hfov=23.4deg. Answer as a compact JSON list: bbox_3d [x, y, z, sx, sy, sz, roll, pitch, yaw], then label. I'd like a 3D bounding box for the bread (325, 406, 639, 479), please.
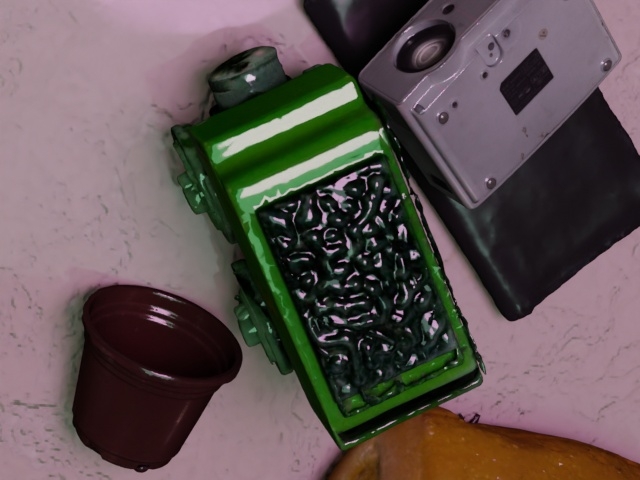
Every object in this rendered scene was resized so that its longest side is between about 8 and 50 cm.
[{"bbox_3d":[0.127,0.298,1.096,0.337,0.148,0.328,23,97,-19],"label":"bread"}]

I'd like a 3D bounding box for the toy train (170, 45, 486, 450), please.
[{"bbox_3d":[0.000,0.000,0.968,0.132,0.188,0.243,-25,107,-7],"label":"toy train"}]

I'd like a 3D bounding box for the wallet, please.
[{"bbox_3d":[0.115,-0.094,1.055,0.146,0.030,0.285,-35,109,-1],"label":"wallet"}]

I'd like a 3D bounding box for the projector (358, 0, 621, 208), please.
[{"bbox_3d":[0.113,-0.109,0.982,0.147,0.061,0.115,-45,130,-6],"label":"projector"}]

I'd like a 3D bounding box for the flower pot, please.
[{"bbox_3d":[-0.117,0.095,1.018,0.111,0.111,0.089,17,115,-17],"label":"flower pot"}]
